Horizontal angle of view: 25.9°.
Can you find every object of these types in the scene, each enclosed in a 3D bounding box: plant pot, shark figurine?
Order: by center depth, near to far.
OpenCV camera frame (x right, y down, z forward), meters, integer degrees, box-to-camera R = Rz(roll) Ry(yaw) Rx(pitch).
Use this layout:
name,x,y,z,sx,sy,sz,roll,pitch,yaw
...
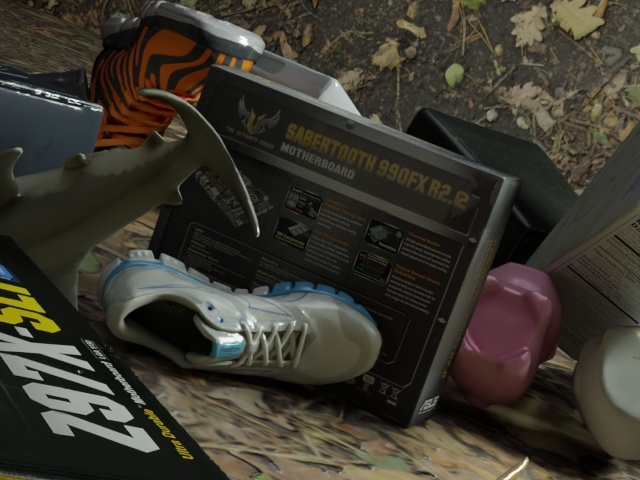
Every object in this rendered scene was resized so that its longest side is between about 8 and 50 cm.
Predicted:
name,x,y,z,sx,sy,sz,roll,pitch,yaw
shark figurine,-0.143,0.000,0.815,0.278,0.116,0.166,-14,-4,19
plant pot,0.161,0.006,1.356,0.187,0.188,0.167,13,23,-43

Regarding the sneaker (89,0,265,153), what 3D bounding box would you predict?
name,x,y,z,sx,sy,sz,roll,pitch,yaw
sneaker,-0.160,-0.131,1.386,0.124,0.180,0.321,19,-5,-22

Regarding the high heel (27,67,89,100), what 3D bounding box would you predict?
name,x,y,z,sx,sy,sz,roll,pitch,yaw
high heel,-0.315,-0.091,1.282,0.186,0.093,0.261,-6,27,-2

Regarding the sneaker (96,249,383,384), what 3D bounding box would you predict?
name,x,y,z,sx,sy,sz,roll,pitch,yaw
sneaker,-0.051,0.063,0.889,0.190,0.071,0.083,10,16,-9

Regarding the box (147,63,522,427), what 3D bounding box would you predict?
name,x,y,z,sx,sy,sz,roll,pitch,yaw
box,0.000,0.000,0.972,0.231,0.183,0.056,22,9,19

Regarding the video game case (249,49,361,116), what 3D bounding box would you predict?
name,x,y,z,sx,sy,sz,roll,pitch,yaw
video game case,-0.001,-0.094,1.528,0.300,0.036,0.329,30,-17,49

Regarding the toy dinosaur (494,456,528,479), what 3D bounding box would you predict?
name,x,y,z,sx,sy,sz,roll,pitch,yaw
toy dinosaur,0.092,0.159,0.661,0.112,0.064,0.211,36,9,-31

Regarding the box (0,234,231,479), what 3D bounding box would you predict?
name,x,y,z,sx,sy,sz,roll,pitch,yaw
box,-0.209,0.048,0.550,0.257,0.079,0.322,17,9,-32

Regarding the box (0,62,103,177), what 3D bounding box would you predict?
name,x,y,z,sx,sy,sz,roll,pitch,yaw
box,-0.297,-0.093,1.090,0.153,0.108,0.207,12,10,-44

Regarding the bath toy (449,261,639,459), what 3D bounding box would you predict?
name,x,y,z,sx,sy,sz,roll,pitch,yaw
bath toy,0.123,0.067,1.064,0.348,0.151,0.129,23,-26,15

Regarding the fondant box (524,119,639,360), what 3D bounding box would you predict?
name,x,y,z,sx,sy,sz,roll,pitch,yaw
fondant box,0.288,-0.044,1.090,0.096,0.238,0.330,40,-16,1
